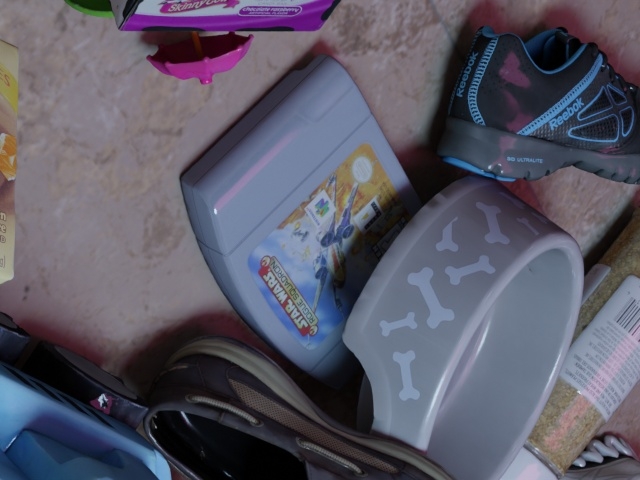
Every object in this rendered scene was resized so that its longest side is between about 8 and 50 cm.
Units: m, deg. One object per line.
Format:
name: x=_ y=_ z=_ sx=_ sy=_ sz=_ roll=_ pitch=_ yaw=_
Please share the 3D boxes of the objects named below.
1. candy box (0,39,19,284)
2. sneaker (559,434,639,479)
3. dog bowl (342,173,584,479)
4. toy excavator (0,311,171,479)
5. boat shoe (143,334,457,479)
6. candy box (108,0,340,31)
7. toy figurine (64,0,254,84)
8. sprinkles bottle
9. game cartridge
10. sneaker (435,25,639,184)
candy box: x=-0.337 y=-0.086 z=0.924 sx=0.316 sy=0.087 sz=0.183 roll=22 pitch=54 yaw=-44
sneaker: x=0.289 y=0.311 z=1.715 sx=0.292 sy=0.118 sz=0.110 roll=-15 pitch=122 yaw=-33
dog bowl: x=0.135 y=0.116 z=1.419 sx=0.349 sy=0.102 sz=0.349 roll=-40 pitch=144 yaw=-38
toy excavator: x=-0.219 y=0.194 z=0.982 sx=0.433 sy=0.445 sz=0.222 roll=37 pitch=86 yaw=-45
boat shoe: x=-0.006 y=0.225 z=1.263 sx=0.132 sy=0.355 sz=0.130 roll=-63 pitch=171 yaw=31
candy box: x=-0.087 y=-0.256 z=1.011 sx=0.159 sy=0.233 sz=0.071 roll=-6 pitch=153 yaw=-33
toy figurine: x=-0.105 y=-0.198 z=1.138 sx=0.159 sy=0.130 sz=0.173 roll=56 pitch=47 yaw=-56
sprinkles bottle: x=0.291 y=0.128 z=1.617 sx=0.355 sy=0.121 sz=0.121 roll=-50 pitch=135 yaw=-9
game cartridge: x=0.000 y=0.000 z=1.350 sx=0.198 sy=0.062 sz=0.297 roll=-48 pitch=134 yaw=-16
sneaker: x=0.265 y=-0.133 z=1.458 sx=0.341 sy=0.125 sz=0.140 roll=-3 pitch=109 yaw=-42
